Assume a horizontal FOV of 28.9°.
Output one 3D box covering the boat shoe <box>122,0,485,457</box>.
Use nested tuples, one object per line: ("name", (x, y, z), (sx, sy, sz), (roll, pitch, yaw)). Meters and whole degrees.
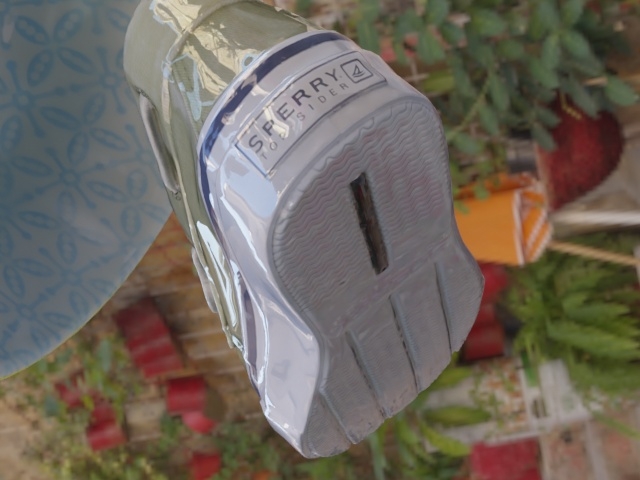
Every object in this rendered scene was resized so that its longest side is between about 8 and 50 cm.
("boat shoe", (0.000, 0.000, 0.501), (0.094, 0.109, 0.302), (49, 166, 24))

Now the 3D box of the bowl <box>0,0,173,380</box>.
("bowl", (-0.161, -0.097, 0.540), (0.289, 0.156, 0.289), (-57, -17, -28))
